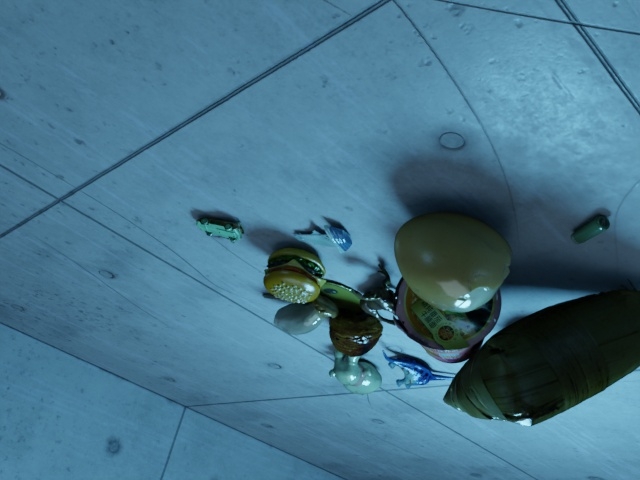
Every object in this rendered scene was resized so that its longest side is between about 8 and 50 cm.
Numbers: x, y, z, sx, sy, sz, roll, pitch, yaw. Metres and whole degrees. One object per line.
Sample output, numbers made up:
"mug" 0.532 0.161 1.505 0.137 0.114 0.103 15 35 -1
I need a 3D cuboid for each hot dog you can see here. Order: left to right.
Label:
"hot dog" 0.098 0.272 1.942 0.160 0.099 0.227 9 156 -2

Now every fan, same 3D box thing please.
"fan" -0.013 0.168 1.916 0.335 0.011 0.229 1 149 23

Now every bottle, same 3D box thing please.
"bottle" 0.525 -0.019 1.319 0.030 0.030 0.083 21 151 -11

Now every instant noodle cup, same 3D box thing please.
"instant noodle cup" 0.306 0.185 1.604 0.243 0.244 0.255 6 156 16

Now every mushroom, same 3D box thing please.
"mushroom" -0.044 0.211 1.905 0.212 0.088 0.097 -26 101 41

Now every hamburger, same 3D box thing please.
"hamburger" -0.065 0.090 1.698 0.162 0.115 0.162 10 151 6

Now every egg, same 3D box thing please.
"egg" 0.265 0.040 1.377 0.244 0.201 0.201 30 150 1

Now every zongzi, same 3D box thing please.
"zongzi" 0.549 0.255 1.582 0.499 0.218 0.467 -21 173 -11

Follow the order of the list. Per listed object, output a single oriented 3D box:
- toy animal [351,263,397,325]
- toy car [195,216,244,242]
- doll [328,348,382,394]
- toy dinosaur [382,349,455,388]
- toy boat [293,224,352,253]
"toy animal" 0.154 0.149 1.724 0.186 0.094 0.214 33 155 -14
"toy car" -0.249 -0.031 1.659 0.122 0.035 0.059 15 152 18
"doll" 0.118 0.450 2.239 0.154 0.113 0.275 -3 145 25
"toy dinosaur" 0.296 0.425 2.156 0.329 0.076 0.144 24 143 -20
"toy boat" 0.011 0.004 1.597 0.105 0.034 0.149 35 145 -29
